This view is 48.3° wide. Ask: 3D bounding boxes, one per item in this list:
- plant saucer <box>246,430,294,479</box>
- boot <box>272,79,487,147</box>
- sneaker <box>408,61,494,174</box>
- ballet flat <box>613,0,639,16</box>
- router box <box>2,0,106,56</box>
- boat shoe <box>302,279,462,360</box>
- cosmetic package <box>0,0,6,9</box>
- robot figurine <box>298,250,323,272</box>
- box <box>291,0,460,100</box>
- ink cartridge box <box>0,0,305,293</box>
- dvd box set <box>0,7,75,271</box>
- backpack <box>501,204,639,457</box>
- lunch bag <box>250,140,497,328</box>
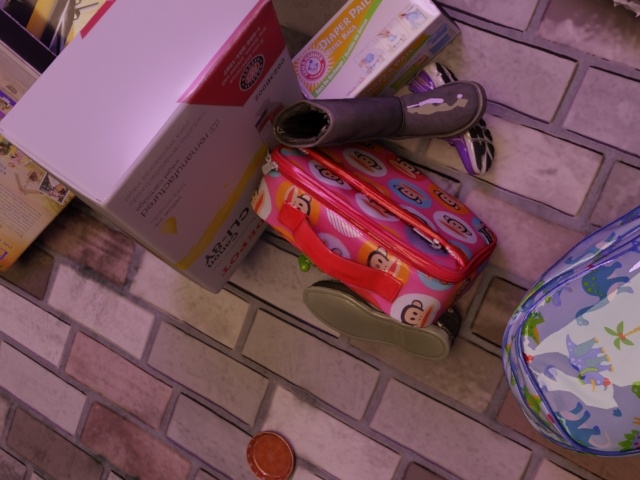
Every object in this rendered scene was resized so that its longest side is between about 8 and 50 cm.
[{"bbox_3d":[-0.078,0.341,1.126,0.083,0.013,0.083,1,94,24],"label":"plant saucer"},{"bbox_3d":[0.075,-0.155,0.872,0.189,0.208,0.076,-13,83,41],"label":"boot"},{"bbox_3d":[0.176,-0.158,0.967,0.071,0.068,0.170,-37,70,35],"label":"sneaker"},{"bbox_3d":[0.270,-0.422,0.822,0.147,0.147,0.409,-41,97,20],"label":"ballet flat"},{"bbox_3d":[-0.359,-0.330,1.117,0.243,0.081,0.309,25,104,-5],"label":"router box"},{"bbox_3d":[0.085,0.101,1.013,0.227,0.069,0.081,18,136,23],"label":"boat shoe"},{"bbox_3d":[-0.573,-0.363,1.077,0.099,0.239,0.060,21,101,21],"label":"cosmetic package"},{"bbox_3d":[0.000,0.000,1.040,0.115,0.067,0.101,45,98,14],"label":"robot figurine"},{"bbox_3d":[0.070,-0.259,0.968,0.203,0.114,0.103,-42,77,21],"label":"box"},{"bbox_3d":[-0.159,-0.122,0.892,0.160,0.385,0.279,33,80,16],"label":"ink cartridge box"},{"bbox_3d":[-0.528,-0.151,1.136,0.307,0.062,0.420,41,126,-17],"label":"dvd box set"},{"bbox_3d":[0.381,0.097,0.806,0.355,0.273,0.290,-28,89,35],"label":"backpack"},{"bbox_3d":[0.060,-0.020,0.906,0.293,0.258,0.120,36,119,15],"label":"lunch bag"}]
